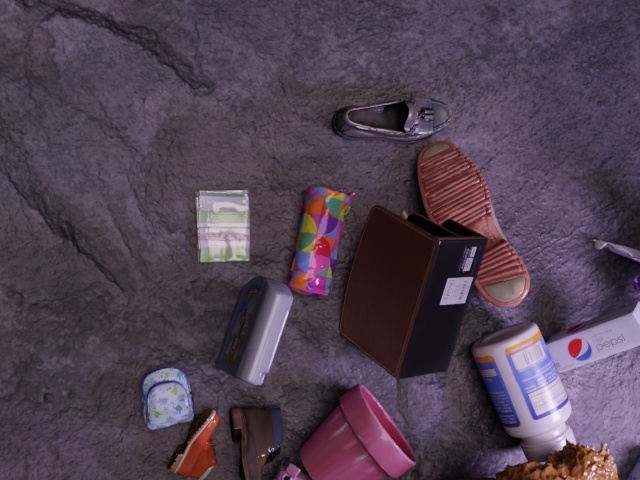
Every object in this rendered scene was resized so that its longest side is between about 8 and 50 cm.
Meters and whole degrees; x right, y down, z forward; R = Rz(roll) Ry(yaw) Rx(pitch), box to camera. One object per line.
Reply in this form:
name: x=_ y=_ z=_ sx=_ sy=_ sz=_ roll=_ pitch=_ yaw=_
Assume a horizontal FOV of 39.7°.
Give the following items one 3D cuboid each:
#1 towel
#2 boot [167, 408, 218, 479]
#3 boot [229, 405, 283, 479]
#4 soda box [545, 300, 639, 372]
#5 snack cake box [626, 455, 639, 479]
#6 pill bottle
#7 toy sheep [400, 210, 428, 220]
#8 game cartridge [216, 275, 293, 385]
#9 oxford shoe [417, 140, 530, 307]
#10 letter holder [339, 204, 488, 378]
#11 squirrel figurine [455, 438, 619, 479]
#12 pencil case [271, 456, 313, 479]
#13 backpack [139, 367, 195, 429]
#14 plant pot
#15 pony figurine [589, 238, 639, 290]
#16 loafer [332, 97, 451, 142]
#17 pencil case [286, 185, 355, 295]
towel: x=-0.202 y=-0.030 z=1.839 sx=0.113 sy=0.023 sz=0.152 roll=-1 pitch=86 yaw=-11
boot: x=-0.232 y=0.410 z=1.771 sx=0.084 sy=0.059 sz=0.158 roll=29 pitch=104 yaw=-12
boot: x=-0.112 y=0.424 z=1.759 sx=0.106 sy=0.082 sz=0.219 roll=-7 pitch=56 yaw=-14
soda box: x=0.595 y=0.209 z=1.898 sx=0.074 sy=0.216 sz=0.069 roll=61 pitch=34 yaw=-1
snack cake box: x=0.812 y=0.593 z=1.971 sx=0.264 sy=0.089 sz=0.152 roll=34 pitch=82 yaw=-7
pill bottle: x=0.439 y=0.324 z=1.881 sx=0.152 sy=0.152 sz=0.272 roll=-23 pitch=91 yaw=-13
toy sheep: x=0.209 y=-0.007 z=1.893 sx=0.091 sy=0.091 sz=0.132 roll=-36 pitch=93 yaw=-12
game cartridge: x=-0.129 y=0.167 z=1.699 sx=0.062 sy=0.297 sz=0.198 roll=16 pitch=82 yaw=-14
oxford shoe: x=0.318 y=-0.026 z=1.905 sx=0.140 sy=0.146 sz=0.397 roll=-23 pitch=73 yaw=6
letter holder: x=0.179 y=0.095 z=1.818 sx=0.152 sy=0.214 sz=0.302 roll=-2 pitch=114 yaw=-40
squirrel figurine: x=0.463 y=0.591 z=1.762 sx=0.370 sy=0.281 sz=0.397 roll=17 pitch=122 yaw=-17
pencil case: x=-0.112 y=0.578 z=1.759 sx=0.124 sy=0.124 sz=0.284 roll=38 pitch=82 yaw=-7
backpack: x=-0.306 y=0.311 z=1.760 sx=0.105 sy=0.084 sz=0.114 roll=-10 pitch=84 yaw=-15
plant pot: x=0.065 y=0.419 z=1.785 sx=0.180 sy=0.201 sz=0.201 roll=-36 pitch=94 yaw=4
pony figurine: x=0.800 y=0.085 z=1.942 sx=0.351 sy=0.303 sz=0.363 roll=9 pitch=79 yaw=-43
loafer: x=0.163 y=-0.259 z=1.901 sx=0.267 sy=0.084 sz=0.096 roll=-6 pitch=87 yaw=-12
pencil case: x=0.000 y=0.000 z=1.842 sx=0.104 sy=0.104 sz=0.236 roll=15 pitch=84 yaw=-10
